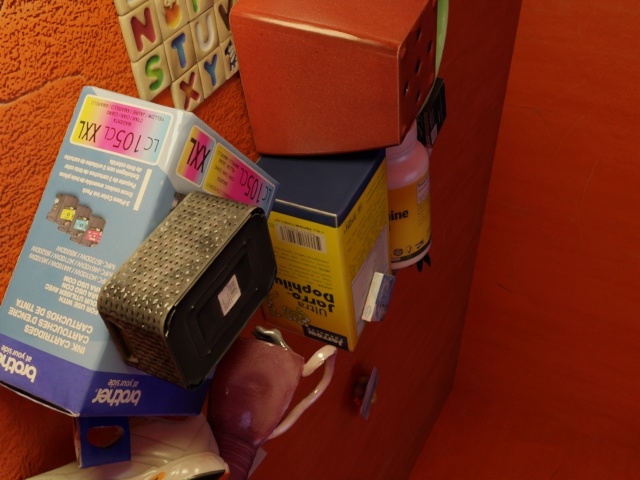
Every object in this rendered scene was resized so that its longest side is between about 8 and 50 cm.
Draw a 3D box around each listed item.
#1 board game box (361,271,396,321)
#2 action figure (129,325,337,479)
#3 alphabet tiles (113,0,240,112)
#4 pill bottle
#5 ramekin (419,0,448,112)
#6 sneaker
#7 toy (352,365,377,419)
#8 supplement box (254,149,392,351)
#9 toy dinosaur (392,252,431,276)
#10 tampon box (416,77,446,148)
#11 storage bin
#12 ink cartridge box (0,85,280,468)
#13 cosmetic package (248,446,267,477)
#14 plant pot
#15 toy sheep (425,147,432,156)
[{"bbox_3d":[0.110,0.106,1.291,0.090,0.020,0.090,15,91,-67],"label":"board game box"},{"bbox_3d":[-0.141,0.335,1.069,0.248,0.275,0.370,88,13,-50],"label":"action figure"},{"bbox_3d":[-0.161,-0.340,0.866,0.285,0.011,0.343,-54,151,-40],"label":"alphabet tiles"},{"bbox_3d":[0.146,-0.114,1.518,0.188,0.188,0.334,-54,146,-40],"label":"pill bottle"},{"bbox_3d":[0.132,-0.395,1.350,0.303,0.148,0.303,-48,147,-48],"label":"ramekin"},{"bbox_3d":[-0.257,0.287,0.889,0.262,0.121,0.099,-3,136,-26],"label":"sneaker"},{"bbox_3d":[0.130,0.452,2.061,0.237,0.056,0.137,61,45,-67],"label":"toy"},{"bbox_3d":[0.000,0.000,1.245,0.194,0.195,0.357,-56,152,-37],"label":"supplement box"},{"bbox_3d":[0.194,-0.026,1.814,0.218,0.164,0.322,-82,163,-67],"label":"toy dinosaur"},{"bbox_3d":[0.185,-0.294,1.531,0.101,0.161,0.120,-63,154,-26],"label":"tampon box"},{"bbox_3d":[-0.129,0.049,0.720,0.180,0.084,0.122,-54,149,-37],"label":"storage bin"},{"bbox_3d":[-0.218,0.060,0.830,0.395,0.151,0.270,-70,158,-6],"label":"ink cartridge box"},{"bbox_3d":[-0.196,0.456,1.224,0.099,0.060,0.239,-54,174,36],"label":"cosmetic package"},{"bbox_3d":[0.044,-0.289,1.079,0.267,0.235,0.267,81,31,-48],"label":"plant pot"},{"bbox_3d":[0.256,-0.247,1.844,0.132,0.091,0.091,-38,139,-64],"label":"toy sheep"}]
